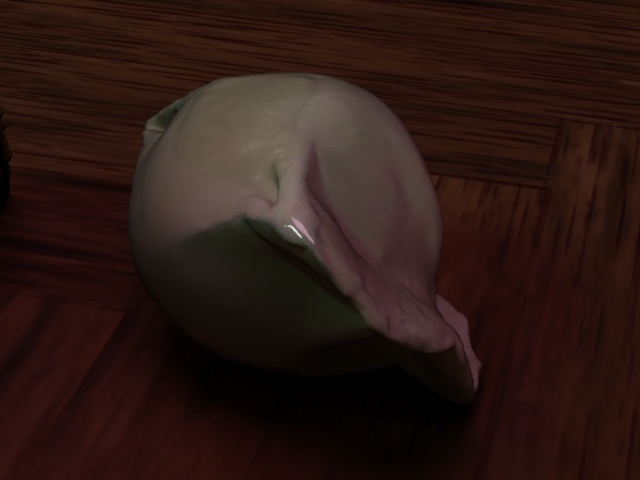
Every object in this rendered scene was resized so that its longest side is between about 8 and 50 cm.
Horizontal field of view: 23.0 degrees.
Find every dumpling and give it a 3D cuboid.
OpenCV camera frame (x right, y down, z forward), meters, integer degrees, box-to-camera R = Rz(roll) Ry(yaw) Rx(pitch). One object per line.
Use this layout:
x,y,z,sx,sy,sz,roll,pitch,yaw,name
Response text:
0.000,0.000,0.651,0.151,0.124,0.229,31,9,-28,dumpling

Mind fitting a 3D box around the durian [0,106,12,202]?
-0.217,-0.035,0.683,0.108,0.119,0.187,14,34,12,durian
